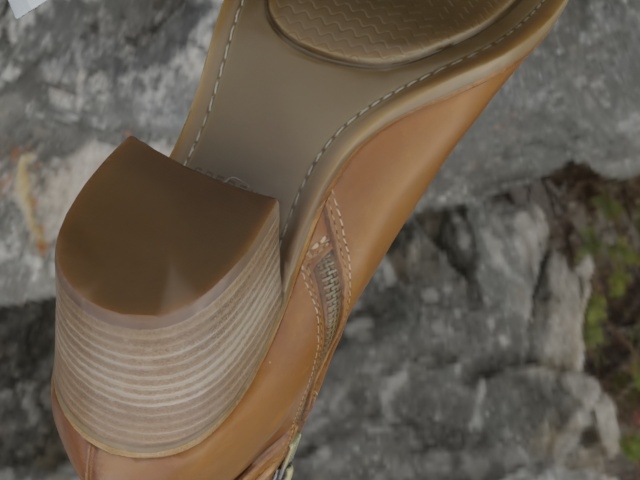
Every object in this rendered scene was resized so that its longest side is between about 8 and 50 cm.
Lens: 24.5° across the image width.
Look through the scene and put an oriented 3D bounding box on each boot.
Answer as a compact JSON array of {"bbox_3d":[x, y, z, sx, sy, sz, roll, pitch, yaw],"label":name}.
[{"bbox_3d":[0.000,0.000,0.599,0.109,0.283,0.220,26,147,15],"label":"boot"}]

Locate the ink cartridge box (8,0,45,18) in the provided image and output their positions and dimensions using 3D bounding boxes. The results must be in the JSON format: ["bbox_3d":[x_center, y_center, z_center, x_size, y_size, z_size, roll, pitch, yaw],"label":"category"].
[{"bbox_3d":[-0.267,-0.399,1.512,0.239,0.060,0.275,-24,89,34],"label":"ink cartridge box"}]
